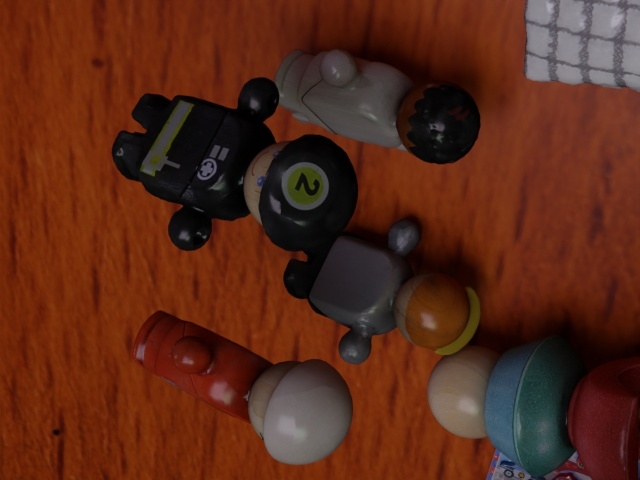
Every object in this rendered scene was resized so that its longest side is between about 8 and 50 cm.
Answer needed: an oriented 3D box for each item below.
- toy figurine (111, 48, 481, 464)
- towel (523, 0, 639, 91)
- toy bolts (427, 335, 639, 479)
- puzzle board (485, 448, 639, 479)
[{"bbox_3d":[0.000,0.000,0.699,0.148,0.209,0.213,20,121,37],"label":"toy figurine"},{"bbox_3d":[0.214,-0.205,0.537,0.235,0.121,0.284,12,116,30],"label":"towel"},{"bbox_3d":[0.123,0.174,0.739,0.158,0.218,0.228,7,101,37],"label":"toy bolts"},{"bbox_3d":[0.179,0.173,0.824,0.128,0.011,0.096,22,123,16],"label":"puzzle board"}]
